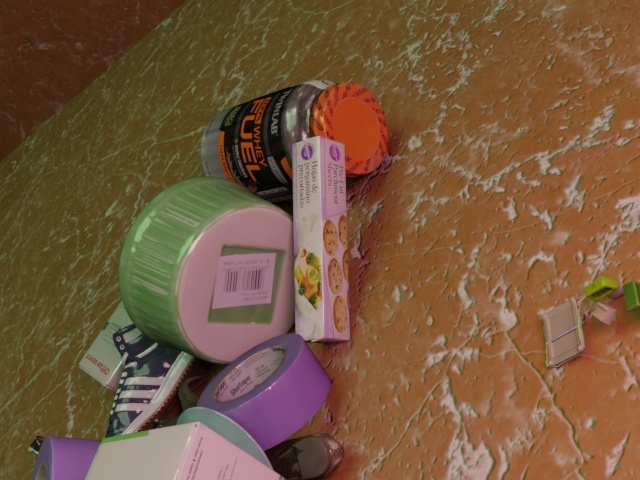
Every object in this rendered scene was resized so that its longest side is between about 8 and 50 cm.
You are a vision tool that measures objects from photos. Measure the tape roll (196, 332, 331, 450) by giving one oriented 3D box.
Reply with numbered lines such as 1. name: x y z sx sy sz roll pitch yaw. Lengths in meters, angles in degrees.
1. tape roll: -0.084 0.226 1.224 0.189 0.080 0.189 -32 14 9

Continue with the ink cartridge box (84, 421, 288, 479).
1. ink cartridge box: -0.140 0.351 1.048 0.198 0.273 0.114 -19 41 38

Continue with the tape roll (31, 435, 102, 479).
1. tape roll: -0.416 0.457 1.330 0.275 0.090 0.274 -170 90 -66

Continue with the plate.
1. plate: -0.140 0.320 1.170 0.188 0.188 0.024 -14 16 42

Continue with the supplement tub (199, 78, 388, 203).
1. supplement tub: -0.051 -0.178 1.540 0.338 0.207 0.207 -8 51 46

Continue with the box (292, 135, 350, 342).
1. box: 0.000 0.000 1.307 0.063 0.067 0.324 -11 74 40

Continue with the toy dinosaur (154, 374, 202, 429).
1. toy dinosaur: -0.229 0.338 1.332 0.160 0.121 0.313 -23 16 34

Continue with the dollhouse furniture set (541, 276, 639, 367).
1. dollhouse furniture set: 0.333 0.096 0.977 0.152 0.058 0.076 -43 35 46

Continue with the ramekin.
1. ramekin: -0.160 0.056 1.358 0.148 0.303 0.303 19 72 48

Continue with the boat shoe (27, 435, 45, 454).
1. boat shoe: -0.556 0.421 1.680 0.125 0.046 0.038 -10 53 55

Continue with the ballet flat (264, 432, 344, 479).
1. ballet flat: -0.058 0.321 1.190 0.250 0.058 0.084 -27 73 39

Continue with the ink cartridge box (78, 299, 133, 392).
1. ink cartridge box: -0.356 0.192 1.628 0.160 0.092 0.219 14 68 55

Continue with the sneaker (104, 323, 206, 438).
1. sneaker: -0.336 0.260 1.466 0.153 0.099 0.282 34 75 12
